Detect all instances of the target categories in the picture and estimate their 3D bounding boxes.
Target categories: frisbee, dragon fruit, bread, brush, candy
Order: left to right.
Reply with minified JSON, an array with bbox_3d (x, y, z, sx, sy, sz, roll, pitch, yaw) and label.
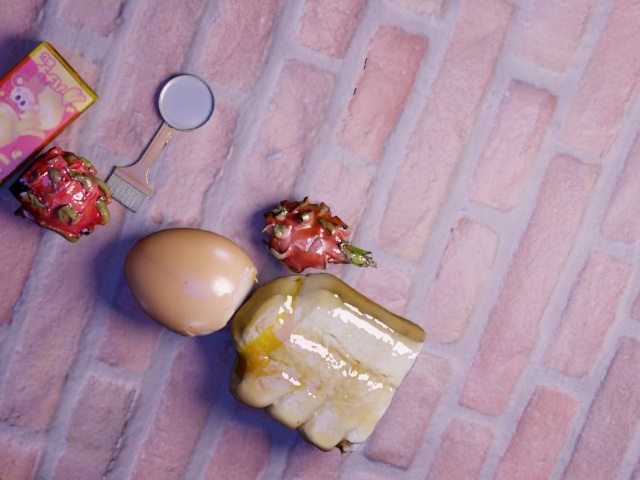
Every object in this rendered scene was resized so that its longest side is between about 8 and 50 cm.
[{"bbox_3d":[-0.563,-0.228,1.827,0.276,0.088,0.146,-43,99,1],"label":"candy"},{"bbox_3d":[-0.475,-0.077,1.816,0.166,0.160,0.172,-37,111,19],"label":"dragon fruit"},{"bbox_3d":[-0.332,-0.158,1.891,0.083,0.011,0.205,35,93,-6],"label":"brush"},{"bbox_3d":[-0.255,-0.263,1.878,0.110,0.014,0.110,0,94,-6],"label":"frisbee"},{"bbox_3d":[-0.013,0.213,1.857,0.341,0.210,0.300,27,93,-9],"label":"bread"},{"bbox_3d":[-0.001,0.001,1.872,0.235,0.137,0.135,16,110,-4],"label":"dragon fruit"}]

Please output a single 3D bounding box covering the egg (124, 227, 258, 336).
[{"bbox_3d":[-0.246,0.072,1.831,0.244,0.201,0.201,23,95,-4],"label":"egg"}]

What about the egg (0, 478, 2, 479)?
[{"bbox_3d":[-0.678,0.519,1.852,0.233,0.195,0.195,12,97,25],"label":"egg"}]
